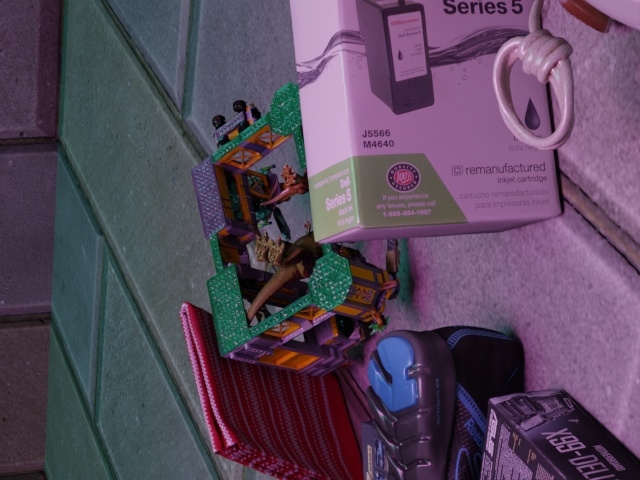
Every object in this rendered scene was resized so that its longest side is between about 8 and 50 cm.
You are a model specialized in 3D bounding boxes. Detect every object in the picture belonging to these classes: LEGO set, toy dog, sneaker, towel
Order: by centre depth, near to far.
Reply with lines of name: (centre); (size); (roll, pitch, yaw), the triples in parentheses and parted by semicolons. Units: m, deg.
toy dog: (0.182, -0.246, 1.244); (0.334, 0.161, 0.220); (54, 137, 26)
sneaker: (0.124, 0.245, 1.477); (0.125, 0.139, 0.341); (29, 121, 56)
LEGO set: (0.000, 0.000, 1.781); (0.255, 0.192, 0.331); (-40, 54, 29)
towel: (-0.047, 0.189, 1.786); (0.031, 0.275, 0.199); (-35, 52, 22)

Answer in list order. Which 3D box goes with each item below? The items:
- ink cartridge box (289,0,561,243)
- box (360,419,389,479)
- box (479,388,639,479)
ink cartridge box: (0.089, -0.143, 1.401); (0.115, 0.198, 0.273); (160, 105, -68)
box: (0.105, 0.314, 1.640); (0.183, 0.059, 0.233); (-170, 77, -69)
box: (0.210, 0.317, 1.338); (0.242, 0.076, 0.307); (-134, 44, -60)
